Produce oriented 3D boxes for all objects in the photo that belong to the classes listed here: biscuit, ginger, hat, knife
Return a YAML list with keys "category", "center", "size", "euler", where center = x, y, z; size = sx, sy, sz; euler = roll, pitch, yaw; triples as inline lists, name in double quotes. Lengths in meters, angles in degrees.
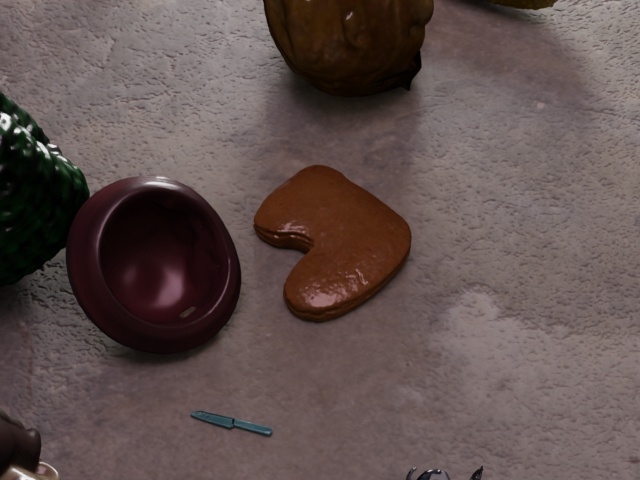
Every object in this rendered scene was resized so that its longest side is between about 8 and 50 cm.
- category: "biscuit"
  center: [0.000, 0.000, 1.816]
  size: [0.186, 0.036, 0.192]
  euler: [-37, 57, -27]
- category: "ginger"
  center: [0.026, -0.314, 1.982]
  size: [0.200, 0.223, 0.269]
  euler: [-10, 51, -6]
- category: "hat"
  center: [-0.188, 0.029, 1.728]
  size: [0.205, 0.089, 0.205]
  euler: [6, 76, -24]
- category: "hat"
  center: [-0.444, -0.025, 1.718]
  size: [0.332, 0.274, 0.242]
  euler: [-42, 45, 0]
- category: "knife"
  center: [-0.095, 0.194, 1.656]
  size: [0.091, 0.005, 0.014]
  euler: [13, 47, 11]

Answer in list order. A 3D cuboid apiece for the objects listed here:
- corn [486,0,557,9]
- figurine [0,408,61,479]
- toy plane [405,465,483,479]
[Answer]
- category: "corn"
  center: [0.197, -0.388, 2.127]
  size: [0.292, 0.101, 0.101]
  euler: [21, 51, 18]
- category: "figurine"
  center: [-0.288, 0.285, 1.457]
  size: [0.381, 0.203, 0.248]
  euler: [26, 67, 4]
- category: "toy plane"
  center: [0.107, 0.294, 1.544]
  size: [0.078, 0.053, 0.197]
  euler: [18, 45, 3]
